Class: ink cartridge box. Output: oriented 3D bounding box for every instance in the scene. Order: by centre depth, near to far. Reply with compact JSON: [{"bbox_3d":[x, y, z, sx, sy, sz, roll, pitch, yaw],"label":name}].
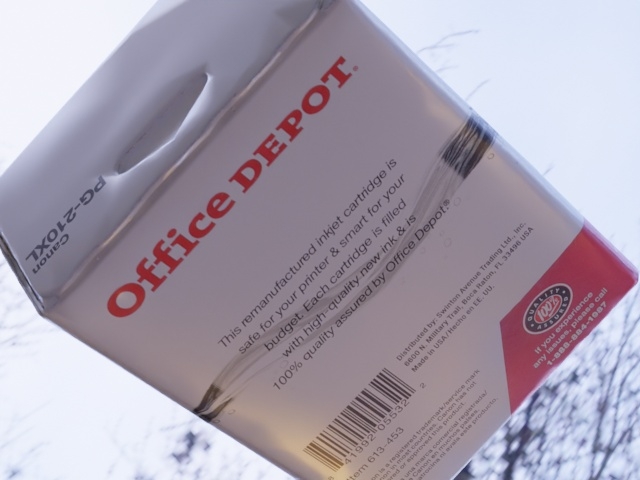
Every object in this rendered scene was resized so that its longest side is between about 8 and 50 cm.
[{"bbox_3d":[0.000,0.000,0.767,0.172,0.237,0.100,-47,-140,5],"label":"ink cartridge box"}]
